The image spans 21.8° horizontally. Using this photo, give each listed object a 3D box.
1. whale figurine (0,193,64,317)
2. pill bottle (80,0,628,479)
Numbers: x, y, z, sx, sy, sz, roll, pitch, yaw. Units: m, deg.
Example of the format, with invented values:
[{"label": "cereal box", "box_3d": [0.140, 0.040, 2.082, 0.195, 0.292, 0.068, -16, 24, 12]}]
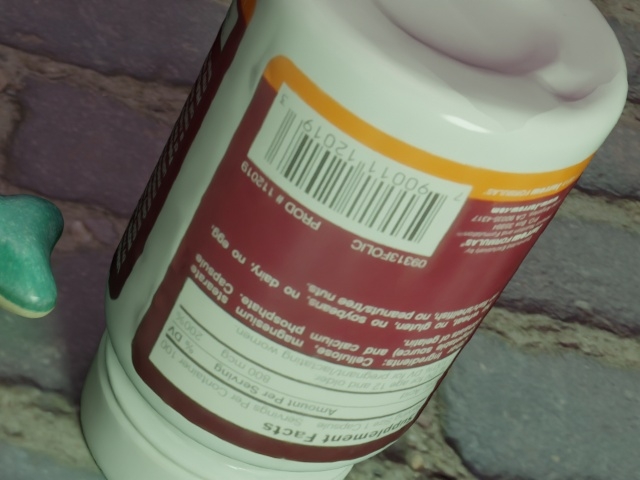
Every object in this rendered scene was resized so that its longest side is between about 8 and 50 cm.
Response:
[{"label": "whale figurine", "box_3d": [-0.292, -0.037, 1.083, 0.272, 0.141, 0.216, 17, 39, -17]}, {"label": "pill bottle", "box_3d": [0.000, 0.000, 1.021, 0.224, 0.392, 0.224, 18, 39, -15]}]
